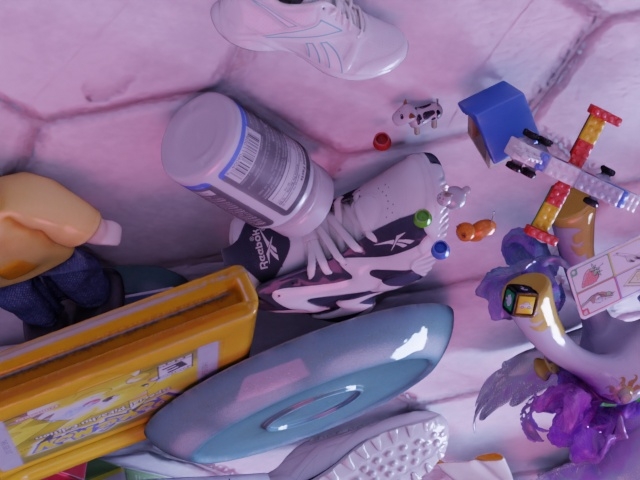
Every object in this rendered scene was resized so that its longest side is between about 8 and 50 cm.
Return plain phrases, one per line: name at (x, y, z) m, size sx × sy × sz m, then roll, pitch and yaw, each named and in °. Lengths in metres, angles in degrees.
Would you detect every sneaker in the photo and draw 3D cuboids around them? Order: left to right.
sneaker at (0.000, 0.000, 1.430) m, size 0.153 × 0.094 × 0.235 m, roll -1°, pitch 160°, yaw -27°
sneaker at (0.001, -0.157, 1.212) m, size 0.152 × 0.053 × 0.061 m, roll 11°, pitch 142°, yaw -26°
sneaker at (0.028, 0.241, 1.858) m, size 0.235 × 0.095 × 0.090 m, roll -26°, pitch 121°, yaw -4°

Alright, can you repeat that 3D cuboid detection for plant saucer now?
plant saucer at (-0.176, 0.062, 1.568) m, size 0.119 × 0.021 × 0.119 m, roll -6°, pitch 149°, yaw -4°
plant saucer at (-0.012, 0.146, 1.616) m, size 0.317 × 0.043 × 0.317 m, roll -20°, pitch 164°, yaw -6°

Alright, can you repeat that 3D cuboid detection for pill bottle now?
pill bottle at (-0.055, -0.056, 1.343) m, size 0.078 × 0.078 × 0.137 m, roll -26°, pitch 144°, yaw 28°

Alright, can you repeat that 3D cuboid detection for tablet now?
tablet at (-0.167, 0.062, 1.541) m, size 0.083 × 0.006 × 0.054 m, roll -11°, pitch 149°, yaw 4°

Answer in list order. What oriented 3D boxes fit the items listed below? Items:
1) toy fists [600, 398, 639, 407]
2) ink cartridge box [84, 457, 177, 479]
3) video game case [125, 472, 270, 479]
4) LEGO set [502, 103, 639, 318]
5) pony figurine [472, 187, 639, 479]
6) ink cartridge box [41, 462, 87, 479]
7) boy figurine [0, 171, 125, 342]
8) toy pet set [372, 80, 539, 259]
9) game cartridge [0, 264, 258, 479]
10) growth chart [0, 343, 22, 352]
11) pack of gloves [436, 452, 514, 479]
toy fists at (0.409, 0.244, 1.876) m, size 0.279 × 0.142 × 0.096 m, roll 9°, pitch 145°, yaw -26°
ink cartridge box at (-0.280, 0.295, 1.887) m, size 0.171 × 0.056 × 0.235 m, roll -24°, pitch 152°, yaw 27°
video game case at (-0.220, 0.322, 1.804) m, size 0.244 × 0.061 × 0.269 m, roll 2°, pitch 153°, yaw -41°
LEGO set at (0.244, -0.029, 1.323) m, size 0.244 × 0.060 × 0.182 m, roll -24°, pitch 114°, yaw -8°
pony figurine at (0.285, 0.118, 1.564) m, size 0.351 × 0.303 × 0.363 m, roll -23°, pitch 131°, yaw 10°
ink cartridge box at (-0.335, 0.204, 1.690) m, size 0.175 × 0.072 × 0.127 m, roll 24°, pitch 142°, yaw -25°
boy figurine at (-0.254, 0.004, 1.391) m, size 0.177 × 0.092 × 0.285 m, roll -12°, pitch 152°, yaw 12°
toy pet set at (0.112, -0.069, 1.323) m, size 0.114 × 0.122 × 0.065 m, roll -26°, pitch 157°, yaw -6°
game cartridge at (-0.195, 0.138, 1.489) m, size 0.285 × 0.052 × 0.323 m, roll -20°, pitch 162°, yaw -11°
growth chart at (-0.248, 0.154, 1.686) m, size 0.172 × 0.021 × 0.237 m, roll -4°, pitch 150°, yaw 15°
pack of gloves at (0.148, 0.294, 2.022) m, size 0.195 × 0.046 × 0.232 m, roll -4°, pitch 148°, yaw 18°
